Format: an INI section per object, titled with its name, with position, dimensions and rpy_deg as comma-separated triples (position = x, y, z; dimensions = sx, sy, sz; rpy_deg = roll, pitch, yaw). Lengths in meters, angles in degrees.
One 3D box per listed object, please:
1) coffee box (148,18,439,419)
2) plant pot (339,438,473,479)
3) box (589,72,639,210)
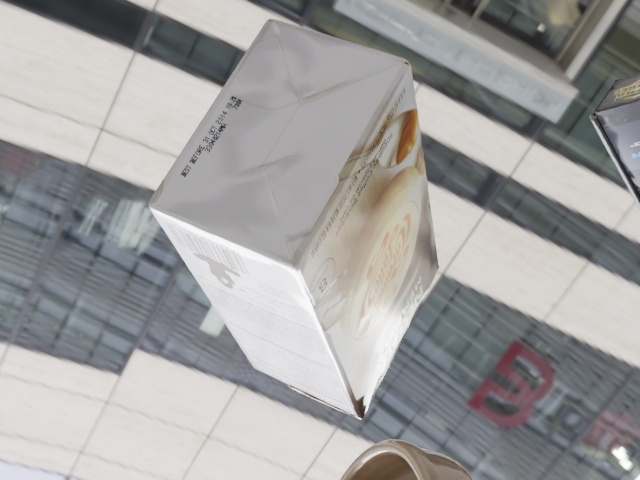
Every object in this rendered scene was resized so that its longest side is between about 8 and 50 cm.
[coffee box]
position = 0.000, 0.000, 0.598
dimensions = 0.098, 0.141, 0.246
rpy_deg = 22, 159, 21
[plant pot]
position = 0.131, 0.334, 0.826
dimensions = 0.229, 0.263, 0.263
rpy_deg = 20, -152, -19
[box]
position = 0.440, -0.045, 0.825
dimensions = 0.073, 0.296, 0.293
rpy_deg = -47, -67, -36
